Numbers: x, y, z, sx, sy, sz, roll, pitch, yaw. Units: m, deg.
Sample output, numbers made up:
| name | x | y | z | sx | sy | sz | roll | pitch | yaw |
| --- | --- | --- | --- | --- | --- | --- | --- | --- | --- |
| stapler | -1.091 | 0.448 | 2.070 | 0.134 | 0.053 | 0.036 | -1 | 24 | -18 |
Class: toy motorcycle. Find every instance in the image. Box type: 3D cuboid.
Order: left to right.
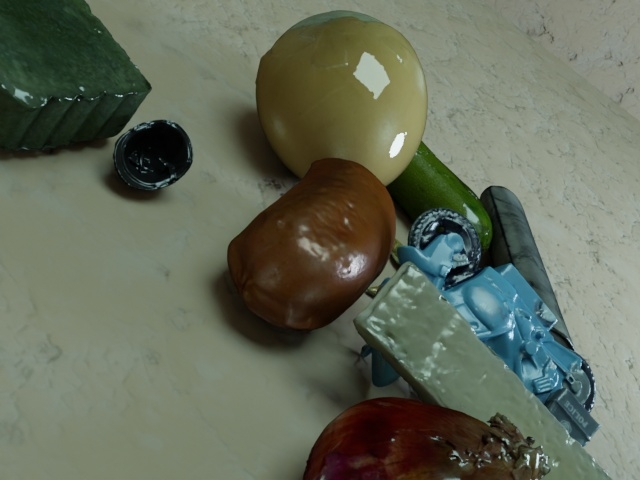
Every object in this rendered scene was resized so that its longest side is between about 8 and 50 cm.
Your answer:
| name | x | y | z | sx | sy | sz | roll | pitch | yaw |
| --- | --- | --- | --- | --- | --- | --- | --- | --- | --- |
| toy motorcycle | 0.149 | 0.112 | 0.897 | 0.182 | 0.123 | 0.272 | -43 | 94 | -22 |

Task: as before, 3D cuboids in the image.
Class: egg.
| name | x | y | z | sx | sy | sz | roll | pitch | yaw |
| --- | --- | --- | --- | --- | --- | --- | --- | --- | --- |
| egg | 0.027 | -0.156 | 1.096 | 0.201 | 0.201 | 0.244 | 20 | 42 | -31 |

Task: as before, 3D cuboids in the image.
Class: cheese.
| name | x | y | z | sx | sy | sz | roll | pitch | yaw |
| --- | --- | --- | --- | --- | --- | --- | --- | --- | --- |
| cheese | 0.184 | 0.186 | 0.817 | 0.085 | 0.034 | 0.400 | -45 | 99 | -23 |

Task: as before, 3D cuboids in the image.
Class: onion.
| name | x | y | z | sx | sy | sz | roll | pitch | yaw |
| --- | --- | --- | --- | --- | --- | --- | --- | --- | --- |
| onion | 0.099 | 0.202 | 0.678 | 0.230 | 0.163 | 0.230 | 29 | 37 | -24 |

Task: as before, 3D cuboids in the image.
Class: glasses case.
| name | x | y | z | sx | sy | sz | roll | pitch | yaw |
| --- | --- | --- | --- | --- | --- | --- | --- | --- | --- |
| glasses case | 0.247 | 0.051 | 1.145 | 0.299 | 0.060 | 0.114 | -92 | 161 | -57 |

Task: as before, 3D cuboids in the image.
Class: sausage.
| name | x | y | z | sx | sy | sz | roll | pitch | yaw |
| --- | --- | --- | --- | --- | --- | --- | --- | --- | --- |
| sausage | 0.002 | 0.002 | 0.908 | 0.133 | 0.133 | 0.258 | 39 | 26 | 3 |

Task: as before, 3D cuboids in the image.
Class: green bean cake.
| name | x | y | z | sx | sy | sz | roll | pitch | yaw |
| --- | --- | --- | --- | --- | --- | --- | --- | --- | --- |
| green bean cake | -0.275 | -0.169 | 0.874 | 0.185 | 0.094 | 0.183 | 47 | 29 | 16 |

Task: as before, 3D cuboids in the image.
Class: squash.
| name | x | y | z | sx | sy | sz | roll | pitch | yaw |
| --- | --- | --- | --- | --- | --- | --- | --- | --- | --- |
| squash | 0.104 | -0.101 | 1.221 | 0.331 | 0.087 | 0.087 | 49 | 30 | 21 |

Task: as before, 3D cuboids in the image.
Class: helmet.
| name | x | y | z | sx | sy | sz | roll | pitch | yaw |
| --- | --- | --- | --- | --- | --- | --- | --- | --- | --- |
| helmet | -0.169 | -0.079 | 0.910 | 0.084 | 0.049 | 0.065 | -26 | 98 | -31 |

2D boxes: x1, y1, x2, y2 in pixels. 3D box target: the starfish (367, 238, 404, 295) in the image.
| name | x | y | z | sx | sy | sz | roll | pitch | yaw |
| --- | --- | --- | --- | --- | --- | --- | --- | --- | --- |
| starfish | 0.127 | 0.044 | 1.081 | 0.176 | 0.053 | 0.208 | 41 | 20 | 28 |
